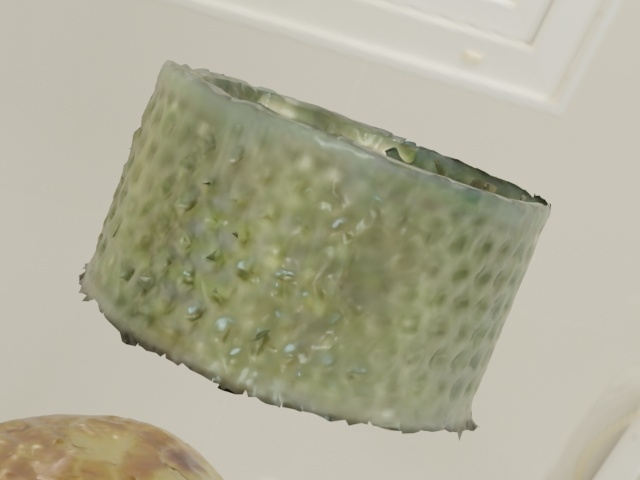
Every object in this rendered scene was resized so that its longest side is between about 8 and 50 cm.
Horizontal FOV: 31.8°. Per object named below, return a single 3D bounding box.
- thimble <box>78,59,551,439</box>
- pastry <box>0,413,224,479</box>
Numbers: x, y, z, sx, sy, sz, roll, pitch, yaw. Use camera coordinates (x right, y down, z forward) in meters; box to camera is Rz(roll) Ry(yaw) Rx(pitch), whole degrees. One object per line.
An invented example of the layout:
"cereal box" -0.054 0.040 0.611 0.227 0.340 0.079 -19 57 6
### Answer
"thimble" 0.000 0.000 0.702 0.271 0.150 0.271 21 9 -3
"pastry" -0.211 0.305 0.874 0.388 0.388 0.312 2 60 -32
